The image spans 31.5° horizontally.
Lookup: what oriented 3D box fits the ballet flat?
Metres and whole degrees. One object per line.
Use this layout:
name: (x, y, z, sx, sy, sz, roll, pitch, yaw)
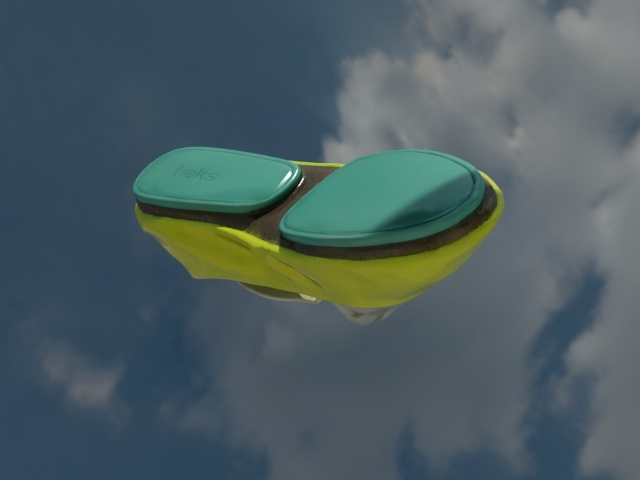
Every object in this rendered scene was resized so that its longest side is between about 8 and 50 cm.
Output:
ballet flat: (0.000, 0.000, 0.523, 0.077, 0.231, 0.077, -43, -58, -30)
